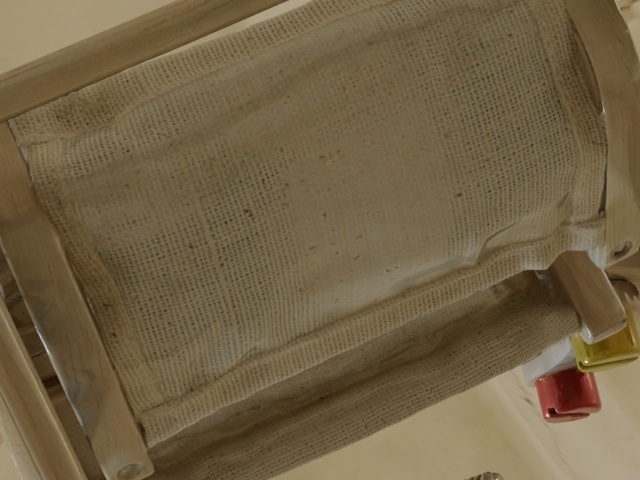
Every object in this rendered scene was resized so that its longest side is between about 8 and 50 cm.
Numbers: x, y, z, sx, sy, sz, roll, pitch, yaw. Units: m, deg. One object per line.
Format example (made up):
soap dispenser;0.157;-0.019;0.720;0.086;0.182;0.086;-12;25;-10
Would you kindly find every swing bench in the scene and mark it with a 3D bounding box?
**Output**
swing bench;0.000;0.000;0.615;0.253;0.254;0.165;-24;-92;-12

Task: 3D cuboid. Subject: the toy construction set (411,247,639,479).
toy construction set;0.125;0.037;0.893;0.257;0.237;0.309;34;-132;-33
